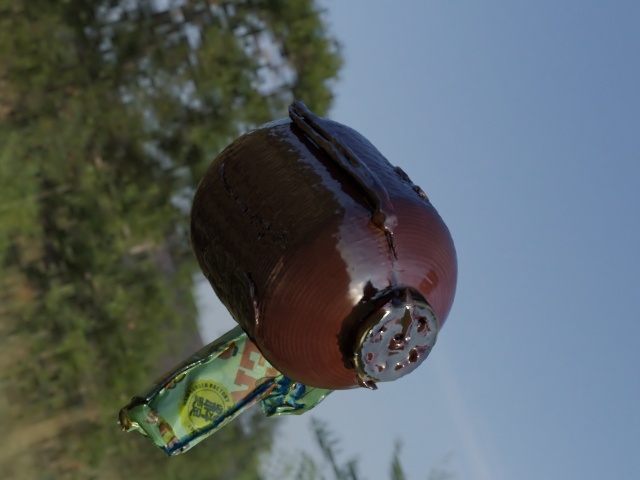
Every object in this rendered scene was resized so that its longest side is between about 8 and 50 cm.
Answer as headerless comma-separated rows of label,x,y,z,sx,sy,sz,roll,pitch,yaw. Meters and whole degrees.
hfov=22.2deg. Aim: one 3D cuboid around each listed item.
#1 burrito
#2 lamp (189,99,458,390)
burrito,-0.049,0.122,1.515,0.104,0.288,0.054,54,-26,6
lamp,0.000,0.000,1.229,0.258,0.180,0.180,51,-21,44
